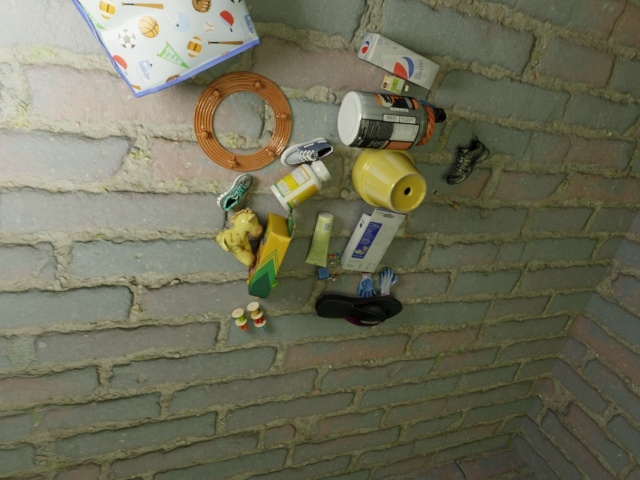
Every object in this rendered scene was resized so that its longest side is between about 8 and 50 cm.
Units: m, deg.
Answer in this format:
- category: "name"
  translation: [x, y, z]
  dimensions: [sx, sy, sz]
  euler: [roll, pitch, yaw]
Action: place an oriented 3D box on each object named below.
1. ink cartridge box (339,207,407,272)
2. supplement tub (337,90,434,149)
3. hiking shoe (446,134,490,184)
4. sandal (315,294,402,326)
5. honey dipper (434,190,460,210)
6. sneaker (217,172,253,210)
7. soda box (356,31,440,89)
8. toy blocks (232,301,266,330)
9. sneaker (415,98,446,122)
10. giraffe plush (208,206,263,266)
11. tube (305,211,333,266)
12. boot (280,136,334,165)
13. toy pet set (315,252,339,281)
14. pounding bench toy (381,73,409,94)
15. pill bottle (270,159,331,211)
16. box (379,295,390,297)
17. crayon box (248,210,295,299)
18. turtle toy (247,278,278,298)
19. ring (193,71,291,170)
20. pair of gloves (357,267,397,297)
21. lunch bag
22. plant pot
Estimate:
- category: "ink cartridge box"
  translation: [0.221, -0.009, 1.825]
  dimensions: [0.165, 0.065, 0.333]
  euler: [9, 125, -27]
- category: "supplement tub"
  translation: [0.238, -0.427, 1.542]
  dimensions: [0.315, 0.193, 0.194]
  euler: [-2, 119, -23]
- category: "hiking shoe"
  translation: [0.610, -0.342, 1.831]
  dimensions: [0.227, 0.086, 0.114]
  euler: [-45, 112, 0]
- category: "sandal"
  translation: [0.190, 0.346, 2.003]
  dimensions: [0.445, 0.107, 0.168]
  euler: [5, 131, -22]
- category: "honey dipper"
  translation: [0.571, -0.183, 1.929]
  dimensions: [0.160, 0.030, 0.030]
  euler: [28, 105, -29]
- category: "sneaker"
  translation: [-0.298, -0.168, 1.534]
  dimensions: [0.166, 0.076, 0.065]
  euler: [-47, 126, 7]
- category: "soda box"
  translation: [0.275, -0.628, 1.501]
  dimensions: [0.286, 0.098, 0.091]
  euler: [12, 113, -29]
- category: "toy blocks"
  translation: [-0.302, 0.349, 1.845]
  dimensions: [0.123, 0.054, 0.148]
  euler: [-22, 125, -11]
- category: "sneaker"
  translation: [0.420, -0.498, 1.644]
  dimensions: [0.152, 0.085, 0.058]
  euler: [15, 111, -29]
- category: "giraffe plush"
  translation: [-0.289, -0.032, 1.569]
  dimensions: [0.170, 0.181, 0.210]
  euler: [-51, 143, -4]
- category: "tube"
  translation: [0.000, 0.000, 1.773]
  dimensions: [0.062, 0.070, 0.240]
  euler: [-14, 127, -41]
- category: "boot"
  translation: [-0.049, -0.316, 1.549]
  dimensions: [0.190, 0.086, 0.069]
  euler: [-27, 125, -7]
- category: "toy pet set"
  translation: [0.039, 0.130, 1.857]
  dimensions: [0.114, 0.065, 0.122]
  euler: [-8, 121, -19]
- category: "pounding bench toy"
  translation: [0.274, -0.565, 1.555]
  dimensions: [0.083, 0.065, 0.052]
  euler: [8, 114, -27]
- category: "pill bottle"
  translation: [-0.070, -0.210, 1.583]
  dimensions: [0.208, 0.117, 0.118]
  euler: [-35, 126, -1]
- category: "box"
  translation: [0.316, 0.300, 2.102]
  dimensions: [0.067, 0.018, 0.083]
  euler: [-34, 125, -2]
- category: "crayon box"
  translation: [-0.189, 0.034, 1.616]
  dimensions: [0.081, 0.202, 0.319]
  euler: [18, 110, -16]
- category: "turtle toy"
  translation: [-0.239, 0.191, 1.773]
  dimensions: [0.130, 0.066, 0.095]
  euler: [-26, 125, -7]
- category: "ring"
  translation: [-0.257, -0.393, 1.450]
  dimensions: [0.336, 0.032, 0.337]
  euler: [-11, 122, -18]
- category: "pair of gloves"
  translation: [0.270, 0.207, 2.015]
  dimensions: [0.198, 0.023, 0.159]
  euler: [-7, 119, -11]
- category: "lunch bag"
  translation: [-0.413, -0.611, 1.136]
  dimensions: [0.385, 0.239, 0.328]
  euler: [-33, 128, -11]
- category: "plant pot"
  translation: [0.281, -0.226, 1.650]
  dimensions: [0.253, 0.239, 0.254]
  euler: [-11, 121, -18]
